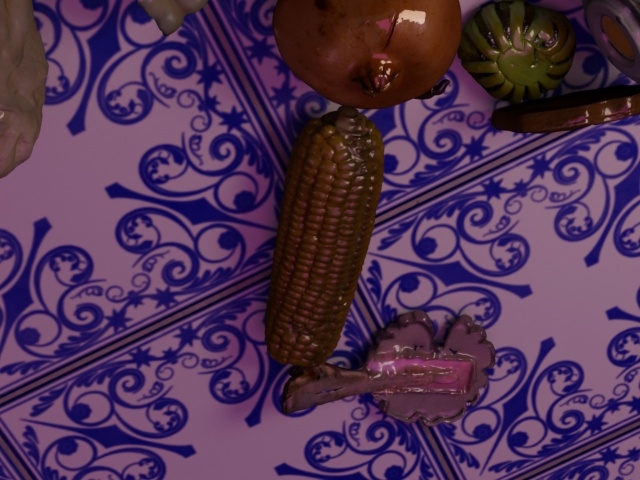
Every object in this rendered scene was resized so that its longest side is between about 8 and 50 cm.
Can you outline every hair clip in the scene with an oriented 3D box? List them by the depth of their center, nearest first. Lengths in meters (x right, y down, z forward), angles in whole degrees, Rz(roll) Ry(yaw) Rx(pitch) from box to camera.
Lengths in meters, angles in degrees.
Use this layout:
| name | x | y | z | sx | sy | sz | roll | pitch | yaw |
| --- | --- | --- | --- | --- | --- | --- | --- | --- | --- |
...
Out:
| name | x | y | z | sx | sy | sz | roll | pitch | yaw |
| --- | --- | --- | --- | --- | --- | --- | --- | --- | --- |
| hair clip | 0.081 | 0.176 | 2.097 | 0.300 | 0.069 | 0.173 | -3 | 123 | -22 |

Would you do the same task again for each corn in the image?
| name | x | y | z | sx | sy | sz | roll | pitch | yaw |
| --- | --- | --- | --- | --- | --- | --- | --- | --- | --- |
| corn | 0.000 | 0.000 | 1.950 | 0.120 | 0.120 | 0.363 | 5 | 122 | -15 |

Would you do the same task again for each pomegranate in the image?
| name | x | y | z | sx | sy | sz | roll | pitch | yaw |
| --- | --- | --- | --- | --- | --- | --- | --- | --- | --- |
| pomegranate | 0.053 | -0.243 | 1.775 | 0.209 | 0.209 | 0.209 | -6 | 121 | -9 |

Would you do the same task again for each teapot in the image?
| name | x | y | z | sx | sy | sz | roll | pitch | yaw |
| --- | --- | --- | --- | --- | --- | --- | --- | --- | --- |
| teapot | 0.105 | -0.199 | 1.885 | 0.100 | 0.068 | 0.045 | 25 | 113 | 12 |

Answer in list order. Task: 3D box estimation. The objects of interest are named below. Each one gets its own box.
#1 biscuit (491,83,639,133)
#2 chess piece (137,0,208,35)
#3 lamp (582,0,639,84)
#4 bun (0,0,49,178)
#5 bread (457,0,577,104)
| name | x | y | z | sx | sy | sz | roll | pitch | yaw |
| --- | --- | --- | --- | --- | --- | --- | --- | --- | --- |
| biscuit | 0.321 | -0.156 | 1.894 | 0.215 | 0.182 | 0.034 | -12 | 100 | -10 |
| chess piece | -0.106 | -0.341 | 1.723 | 0.243 | 0.133 | 0.133 | -35 | 121 | 3 |
| lamp | 0.437 | -0.286 | 1.789 | 0.374 | 0.205 | 0.272 | 37 | 83 | -6 |
| bun | -0.415 | -0.163 | 1.639 | 0.213 | 0.361 | 0.361 | 29 | 118 | 20 |
| bread | 0.236 | -0.225 | 1.895 | 0.139 | 0.071 | 0.130 | 33 | 113 | -27 |
